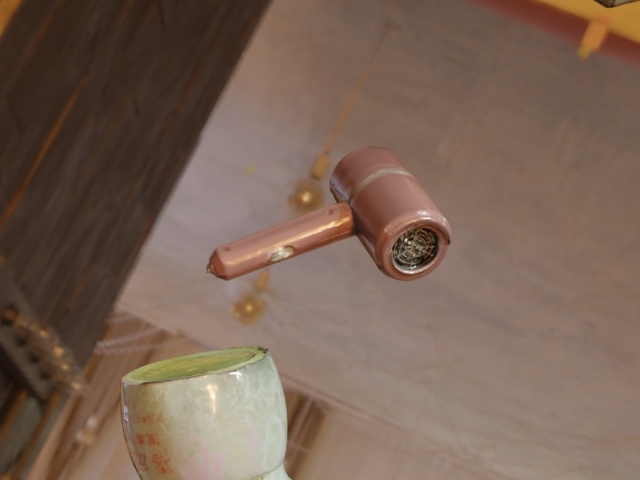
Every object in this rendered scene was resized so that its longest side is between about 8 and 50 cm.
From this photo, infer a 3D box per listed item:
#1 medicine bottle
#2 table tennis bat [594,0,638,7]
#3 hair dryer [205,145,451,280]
[{"bbox_3d":[-0.101,0.178,1.125,0.147,0.143,0.147,-9,4,1],"label":"medicine bottle"},{"bbox_3d":[0.389,-0.286,1.371,0.173,0.301,0.022,39,-51,33],"label":"table tennis bat"},{"bbox_3d":[0.000,0.000,1.867,0.210,0.352,0.125,-121,-168,-51],"label":"hair dryer"}]
